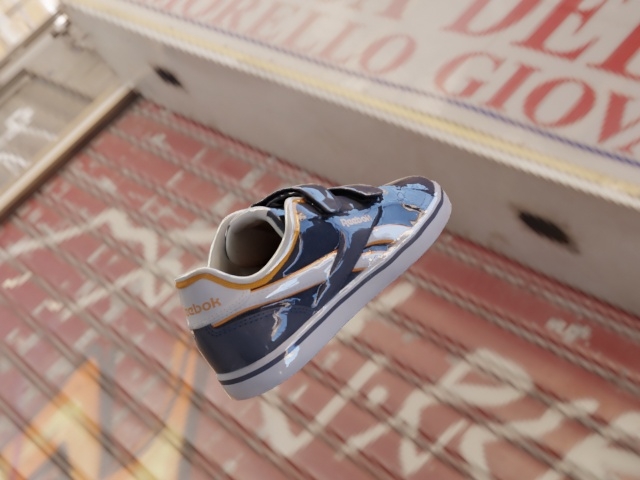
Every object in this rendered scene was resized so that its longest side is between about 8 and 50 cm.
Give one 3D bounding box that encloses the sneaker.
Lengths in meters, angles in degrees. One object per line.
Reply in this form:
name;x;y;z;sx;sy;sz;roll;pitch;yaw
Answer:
sneaker;0.000;0.000;1.141;0.126;0.321;0.127;-20;-74;45
